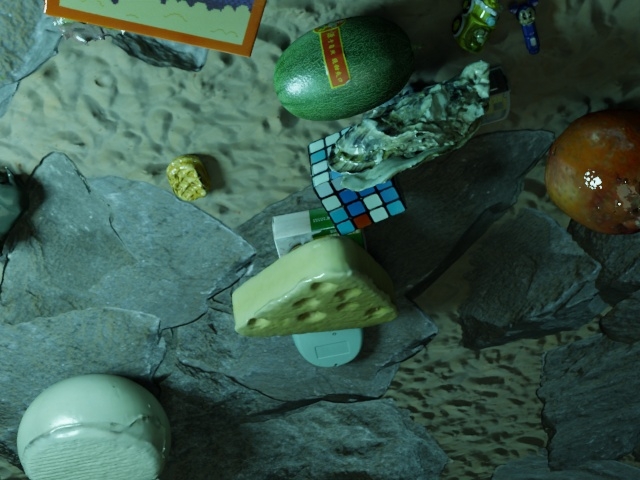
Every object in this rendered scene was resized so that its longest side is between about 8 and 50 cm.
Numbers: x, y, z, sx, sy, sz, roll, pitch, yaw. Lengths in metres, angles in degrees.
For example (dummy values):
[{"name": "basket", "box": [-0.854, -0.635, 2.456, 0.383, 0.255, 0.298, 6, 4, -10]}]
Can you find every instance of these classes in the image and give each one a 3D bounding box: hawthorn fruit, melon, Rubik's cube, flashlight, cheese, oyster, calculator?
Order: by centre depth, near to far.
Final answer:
[{"name": "melon", "box": [0.053, -0.321, 1.736, 0.287, 0.182, 0.182, -16, 132, 6]}, {"name": "oyster", "box": [0.175, -0.216, 1.747, 0.351, 0.162, 0.158, -33, 148, 10]}, {"name": "flashlight", "box": [0.402, -0.409, 1.802, 0.057, 0.035, 0.121, -19, 132, 9]}, {"name": "hawthorn fruit", "box": [0.624, -0.123, 1.921, 0.276, 0.307, 0.276, -9, 123, -13]}, {"name": "Rubik's cube", "box": [0.074, -0.131, 1.932, 0.154, 0.155, 0.151, -21, 130, 11]}, {"name": "cheese", "box": [0.005, 0.100, 2.043, 0.384, 0.104, 0.384, -8, 156, -4]}, {"name": "calculator", "box": [0.017, 0.215, 2.315, 0.184, 0.042, 0.295, -11, 133, 2]}]

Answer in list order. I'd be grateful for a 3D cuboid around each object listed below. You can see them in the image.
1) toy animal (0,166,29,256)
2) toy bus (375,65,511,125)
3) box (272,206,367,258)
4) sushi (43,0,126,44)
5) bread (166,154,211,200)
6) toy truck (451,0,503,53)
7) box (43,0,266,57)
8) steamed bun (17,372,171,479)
[{"name": "toy animal", "box": [-0.699, -0.044, 1.933, 0.146, 0.115, 0.245, 30, 122, -29]}, {"name": "toy bus", "box": [0.249, -0.265, 1.880, 0.268, 0.092, 0.106, -15, 141, 6]}, {"name": "box", "box": [0.000, 0.000, 2.095, 0.199, 0.081, 0.135, -10, 133, 5]}, {"name": "sushi", "box": [-0.404, -0.451, 1.611, 0.161, 0.107, 0.241, -15, 132, 1]}, {"name": "bread", "box": [-0.278, -0.130, 1.960, 0.083, 0.044, 0.111, -13, 135, 6]}, {"name": "toy truck", "box": [0.301, -0.409, 1.760, 0.076, 0.077, 0.111, 12, 129, -19]}, {"name": "box", "box": [-0.232, -0.501, 1.421, 0.318, 0.349, 0.257, 9, 130, -14]}, {"name": "steamed bun", "box": [-0.561, 0.471, 2.336, 0.374, 0.241, 0.374, -6, 137, -6]}]
